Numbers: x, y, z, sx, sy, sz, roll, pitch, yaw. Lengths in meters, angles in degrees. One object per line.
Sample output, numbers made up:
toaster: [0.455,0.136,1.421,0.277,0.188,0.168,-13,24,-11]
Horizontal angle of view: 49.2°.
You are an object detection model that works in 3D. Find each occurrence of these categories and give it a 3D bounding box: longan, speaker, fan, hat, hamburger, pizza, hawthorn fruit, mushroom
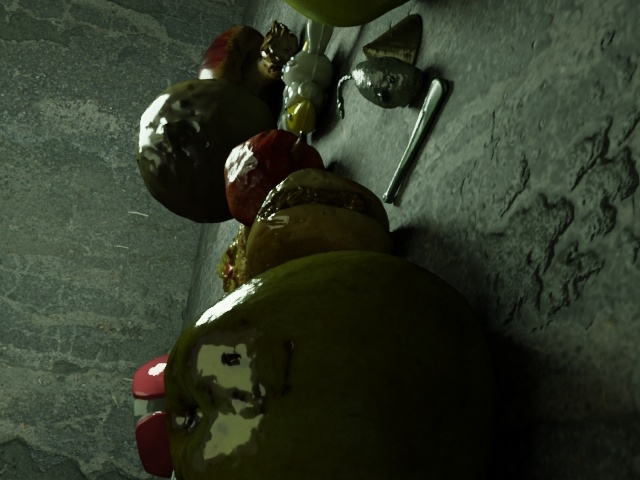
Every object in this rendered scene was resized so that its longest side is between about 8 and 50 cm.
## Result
longan: [-0.293,-0.238,1.870,0.391,0.391,0.391,-167,90,-75]
speaker: [-0.345,0.428,1.689,0.294,0.294,0.294,-167,90,-75]
fan: [0.127,-0.132,0.958,0.038,0.016,0.193,-106,33,-57]
hat: [0.097,-0.297,1.108,0.146,0.067,0.146,-167,90,-75]
hamburger: [-0.002,-0.001,0.967,0.213,0.214,0.108,124,156,-52]
pizza: [-0.206,0.084,1.709,0.288,0.075,0.279,168,99,-67]
hawthorn fruit: [-0.074,-0.133,1.365,0.243,0.208,0.207,131,149,-50]
mushroom: [-0.205,-0.504,2.136,0.334,0.356,0.331,65,-164,-47]

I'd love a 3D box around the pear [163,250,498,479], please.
pear: [0.003,0.157,0.651,0.304,0.304,0.303,-167,90,-75]

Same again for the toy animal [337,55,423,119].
toy animal: [0.071,-0.238,1.079,0.253,0.070,0.079,10,95,62]

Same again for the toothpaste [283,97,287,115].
toothpaste: [-0.066,-0.282,1.712,0.069,0.047,0.268,-40,38,35]

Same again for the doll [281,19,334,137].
doll: [-0.032,-0.347,1.528,0.252,0.111,0.237,135,148,-78]

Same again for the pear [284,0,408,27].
pear: [0.033,-0.472,1.071,0.294,0.294,0.294,-167,90,-75]

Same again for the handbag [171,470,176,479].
handbag: [-0.185,0.402,1.368,0.171,0.151,0.298,-87,21,-50]
